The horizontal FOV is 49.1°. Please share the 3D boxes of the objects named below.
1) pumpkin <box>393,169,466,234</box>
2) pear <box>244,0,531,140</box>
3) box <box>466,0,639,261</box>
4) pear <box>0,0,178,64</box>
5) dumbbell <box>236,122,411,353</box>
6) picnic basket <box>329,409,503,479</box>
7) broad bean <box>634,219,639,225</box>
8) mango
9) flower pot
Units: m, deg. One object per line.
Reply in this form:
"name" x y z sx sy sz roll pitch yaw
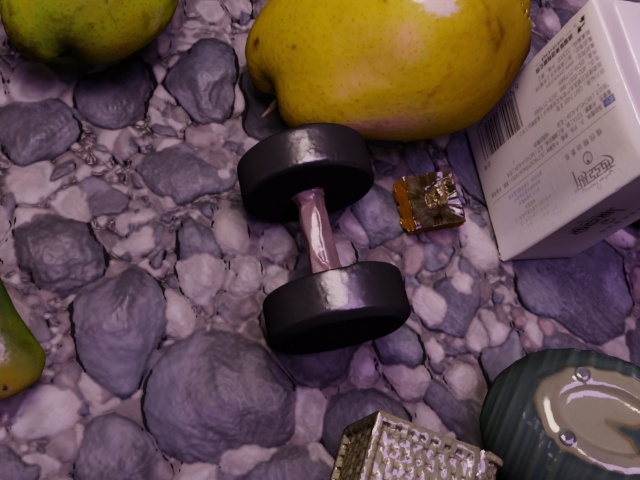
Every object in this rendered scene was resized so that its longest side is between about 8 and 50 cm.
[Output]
"pumpkin" 0.140 -0.048 0.878 0.083 0.054 0.074 -9 75 -26
"pear" 0.084 -0.250 0.851 0.285 0.336 0.285 38 44 -51
"box" 0.309 -0.116 0.834 0.116 0.274 0.203 -3 68 -21
"pear" -0.257 -0.287 0.789 0.187 0.187 0.220 27 64 -5
"dumbbell" 0.000 0.000 0.759 0.152 0.152 0.218 -6 69 -19
"picnic basket" 0.082 0.287 0.671 0.154 0.134 0.196 22 63 -4
"broad bean" 0.404 -0.119 0.992 0.052 0.052 0.256 -6 64 -60
"mango" -0.352 0.074 0.655 0.122 0.085 0.191 -29 78 -29
"flower pot" 0.290 0.214 0.738 0.243 0.157 0.189 19 62 20
